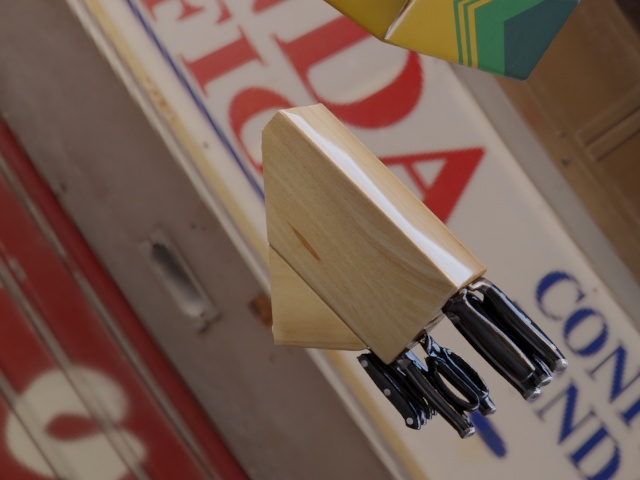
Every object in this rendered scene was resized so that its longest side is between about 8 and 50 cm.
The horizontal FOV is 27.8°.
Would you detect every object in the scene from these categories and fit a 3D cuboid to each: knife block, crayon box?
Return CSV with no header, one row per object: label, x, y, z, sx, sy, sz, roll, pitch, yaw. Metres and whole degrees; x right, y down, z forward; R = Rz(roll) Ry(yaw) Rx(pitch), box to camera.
knife block,0.081,0.022,1.084,0.242,0.088,0.275,0,-81,23
crayon box,0.030,-0.202,0.847,0.202,0.318,0.081,40,-73,21
